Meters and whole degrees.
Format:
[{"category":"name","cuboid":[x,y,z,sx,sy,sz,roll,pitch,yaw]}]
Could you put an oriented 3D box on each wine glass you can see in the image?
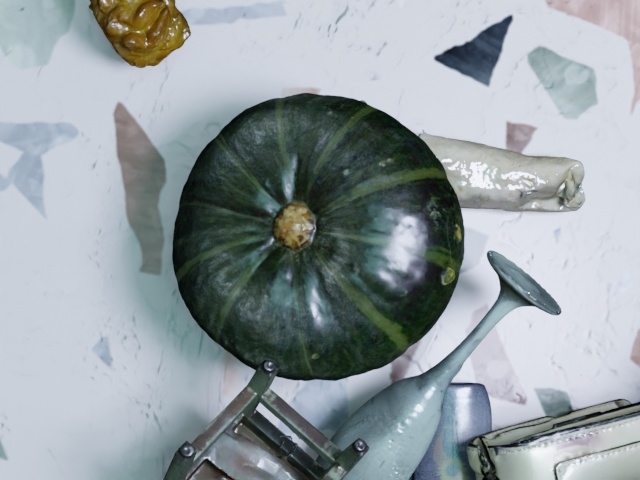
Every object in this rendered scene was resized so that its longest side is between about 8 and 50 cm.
[{"category":"wine glass","cuboid":[0.106,0.175,1.222,0.096,0.264,0.309,39,103,-4]}]

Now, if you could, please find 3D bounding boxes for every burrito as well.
[{"category":"burrito","cuboid":[0.183,-0.071,1.385,0.226,0.060,0.087,6,91,-7]}]

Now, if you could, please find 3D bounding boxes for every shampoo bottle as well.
[{"category":"shampoo bottle","cuboid":[0.142,0.272,1.369,0.087,0.049,0.234,2,87,-2]}]

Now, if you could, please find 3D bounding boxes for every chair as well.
[{"category":"chair","cuboid":[-0.075,0.254,1.260,0.136,0.270,0.147,40,57,8]}]

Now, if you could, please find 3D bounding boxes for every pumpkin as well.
[{"category":"pumpkin","cuboid":[0.000,0.000,1.277,0.300,0.207,0.300,-4,76,15]}]

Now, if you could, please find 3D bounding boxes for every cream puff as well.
[{"category":"cream puff","cuboid":[-0.188,-0.243,1.326,0.094,0.122,0.116,-34,131,-1]}]

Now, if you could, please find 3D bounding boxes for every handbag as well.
[{"category":"handbag","cuboid":[0.300,0.362,1.326,0.236,0.160,0.358,-10,89,-23]}]
